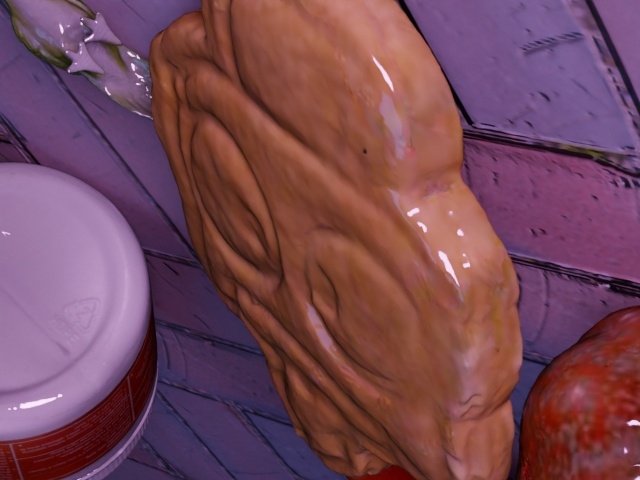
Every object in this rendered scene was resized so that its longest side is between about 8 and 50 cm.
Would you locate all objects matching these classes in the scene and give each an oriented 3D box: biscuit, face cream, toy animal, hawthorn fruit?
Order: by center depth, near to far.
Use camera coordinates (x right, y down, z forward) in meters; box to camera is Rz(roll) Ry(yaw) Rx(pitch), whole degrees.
[{"bbox_3d":[-0.004,0.002,0.958,0.269,0.051,0.376,41,151,35],"label":"biscuit"},{"bbox_3d":[0.180,0.123,0.964,0.181,0.181,0.235,33,171,1],"label":"hawthorn fruit"},{"bbox_3d":[-0.113,-0.096,1.044,0.217,0.041,0.075,35,177,-8],"label":"toy animal"},{"bbox_3d":[-0.218,0.069,1.318,0.201,0.201,0.187,29,158,10],"label":"face cream"}]

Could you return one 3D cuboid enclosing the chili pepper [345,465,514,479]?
[{"bbox_3d":[0.123,0.181,1.267,0.368,0.092,0.137,36,140,-23],"label":"chili pepper"}]
